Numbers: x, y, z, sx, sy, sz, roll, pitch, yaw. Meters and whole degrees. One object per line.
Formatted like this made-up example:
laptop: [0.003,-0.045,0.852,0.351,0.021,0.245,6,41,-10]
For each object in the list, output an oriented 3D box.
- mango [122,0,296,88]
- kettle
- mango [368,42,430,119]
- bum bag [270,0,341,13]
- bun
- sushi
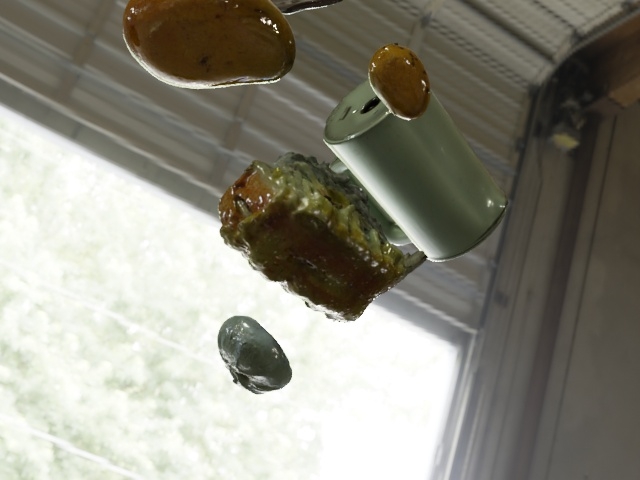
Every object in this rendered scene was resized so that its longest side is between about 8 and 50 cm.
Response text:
mango: [-0.108,-0.205,0.971,0.164,0.089,0.115,-3,-70,1]
kettle: [0.153,-0.122,1.826,0.265,0.205,0.318,-35,-63,17]
mango: [0.111,-0.221,1.402,0.078,0.114,0.057,-22,-10,-1]
bum bag: [-0.045,-0.359,1.528,0.159,0.109,0.026,26,-50,56]
bun: [-0.109,0.183,1.561,0.141,0.083,0.141,43,-23,24]
sushi: [0.000,0.000,1.282,0.274,0.184,0.139,40,-70,-21]
